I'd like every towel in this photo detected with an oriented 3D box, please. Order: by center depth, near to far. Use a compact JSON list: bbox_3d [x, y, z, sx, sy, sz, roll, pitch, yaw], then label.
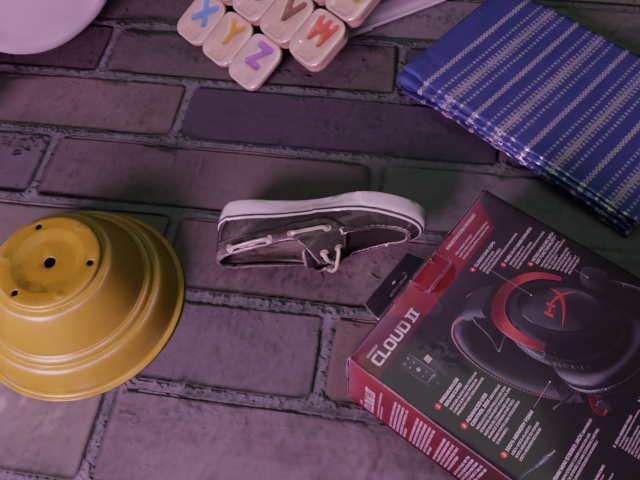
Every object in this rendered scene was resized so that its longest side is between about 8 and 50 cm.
[{"bbox_3d":[0.289,-0.176,0.759,0.336,0.040,0.243,39,66,20],"label":"towel"}]

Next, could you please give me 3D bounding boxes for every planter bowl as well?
[{"bbox_3d":[-0.253,0.040,0.616,0.217,0.090,0.217,-1,59,1],"label":"planter bowl"}]

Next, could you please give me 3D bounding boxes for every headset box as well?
[{"bbox_3d":[0.178,0.108,0.546,0.293,0.110,0.218,33,66,20],"label":"headset box"}]

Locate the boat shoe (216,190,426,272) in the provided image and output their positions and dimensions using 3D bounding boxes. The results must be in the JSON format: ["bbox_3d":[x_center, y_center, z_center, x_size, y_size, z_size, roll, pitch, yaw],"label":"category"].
[{"bbox_3d":[0.000,0.000,0.642,0.219,0.078,0.070,-3,58,10],"label":"boat shoe"}]

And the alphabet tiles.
[{"bbox_3d":[-0.057,-0.345,0.807,0.284,0.021,0.278,43,95,22],"label":"alphabet tiles"}]

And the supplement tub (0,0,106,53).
[{"bbox_3d":[-0.434,-0.425,0.790,0.207,0.207,0.338,-32,77,-16],"label":"supplement tub"}]

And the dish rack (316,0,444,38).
[{"bbox_3d":[0.076,-0.448,0.880,0.332,0.072,0.286,-24,69,-12],"label":"dish rack"}]
